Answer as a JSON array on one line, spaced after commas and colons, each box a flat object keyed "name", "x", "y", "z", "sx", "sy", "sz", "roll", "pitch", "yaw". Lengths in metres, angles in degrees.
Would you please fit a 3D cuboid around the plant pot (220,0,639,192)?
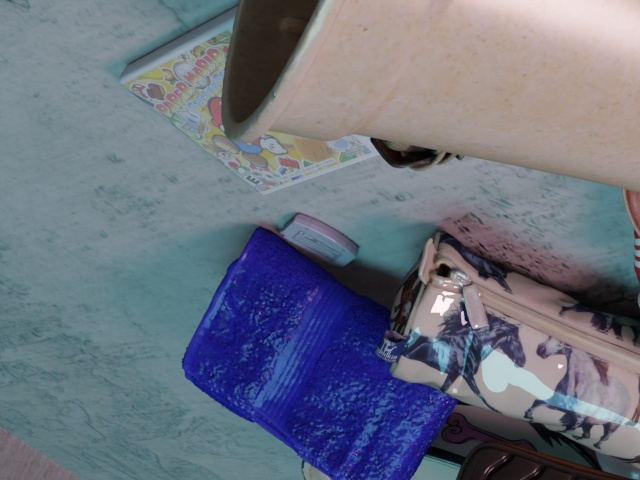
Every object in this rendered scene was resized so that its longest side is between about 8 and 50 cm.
[{"name": "plant pot", "x": 0.136, "y": -0.174, "z": 0.877, "sx": 0.306, "sy": 0.333, "sz": 0.334, "roll": 18, "pitch": 154, "yaw": -15}]

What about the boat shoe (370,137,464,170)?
[{"name": "boat shoe", "x": 0.089, "y": -0.117, "z": 1.165, "sx": 0.355, "sy": 0.130, "sz": 0.132, "roll": 21, "pitch": 153, "yaw": 6}]

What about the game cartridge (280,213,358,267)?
[{"name": "game cartridge", "x": 0.000, "y": 0.000, "z": 1.568, "sx": 0.083, "sy": 0.017, "sz": 0.056, "roll": 30, "pitch": 156, "yaw": -12}]

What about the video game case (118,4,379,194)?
[{"name": "video game case", "x": -0.063, "y": -0.132, "z": 1.372, "sx": 0.206, "sy": 0.026, "sz": 0.227, "roll": 38, "pitch": 150, "yaw": -25}]

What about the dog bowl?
[{"name": "dog bowl", "x": 0.188, "y": 0.302, "z": 1.812, "sx": 0.408, "sy": 0.150, "sz": 0.408, "roll": 18, "pitch": 152, "yaw": 10}]

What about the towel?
[{"name": "towel", "x": -0.004, "y": 0.155, "z": 1.600, "sx": 0.308, "sy": 0.076, "sz": 0.227, "roll": 32, "pitch": 117, "yaw": 12}]

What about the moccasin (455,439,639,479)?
[{"name": "moccasin", "x": 0.323, "y": 0.329, "z": 1.470, "sx": 0.380, "sy": 0.139, "sz": 0.147, "roll": 12, "pitch": 162, "yaw": 31}]

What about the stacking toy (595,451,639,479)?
[{"name": "stacking toy", "x": 0.472, "y": 0.356, "z": 1.616, "sx": 0.480, "sy": 0.350, "sz": 0.351, "roll": 53, "pitch": 145, "yaw": -12}]

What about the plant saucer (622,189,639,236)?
[{"name": "plant saucer", "x": 0.347, "y": -0.051, "z": 1.127, "sx": 0.199, "sy": 0.036, "sz": 0.198, "roll": 9, "pitch": 128, "yaw": 11}]

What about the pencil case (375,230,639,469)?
[{"name": "pencil case", "x": 0.269, "y": 0.130, "z": 1.432, "sx": 0.410, "sy": 0.160, "sz": 0.183, "roll": 21, "pitch": 165, "yaw": 6}]

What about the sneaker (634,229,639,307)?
[{"name": "sneaker", "x": 0.380, "y": 0.004, "z": 1.206, "sx": 0.221, "sy": 0.087, "sz": 0.128, "roll": -9, "pitch": 123, "yaw": 16}]
